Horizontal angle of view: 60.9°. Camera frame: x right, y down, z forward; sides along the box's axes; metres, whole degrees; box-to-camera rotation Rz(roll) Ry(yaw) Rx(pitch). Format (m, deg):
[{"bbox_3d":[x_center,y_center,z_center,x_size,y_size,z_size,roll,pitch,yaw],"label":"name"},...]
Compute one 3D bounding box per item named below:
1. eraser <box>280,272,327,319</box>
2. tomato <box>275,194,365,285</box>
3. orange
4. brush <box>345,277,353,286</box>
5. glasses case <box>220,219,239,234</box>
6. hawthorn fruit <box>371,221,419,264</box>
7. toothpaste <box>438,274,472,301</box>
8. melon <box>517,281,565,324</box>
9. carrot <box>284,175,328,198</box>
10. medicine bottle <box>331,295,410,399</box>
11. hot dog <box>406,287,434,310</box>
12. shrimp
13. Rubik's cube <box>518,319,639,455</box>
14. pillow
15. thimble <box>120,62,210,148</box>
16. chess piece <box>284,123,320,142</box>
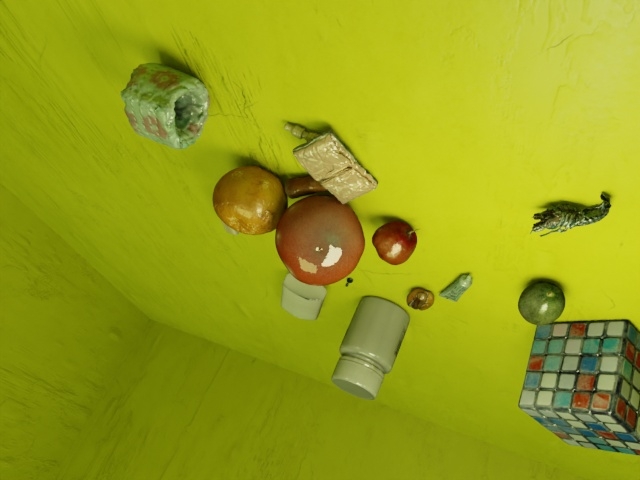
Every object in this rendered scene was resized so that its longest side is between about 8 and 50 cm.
[{"bbox_3d":[-0.074,0.237,2.240,0.174,0.094,0.270,24,153,5],"label":"eraser"},{"bbox_3d":[0.000,0.000,1.524,0.256,0.255,0.224,30,-171,-8],"label":"tomato"},{"bbox_3d":[-0.203,-0.116,1.590,0.219,0.193,0.219,33,167,8],"label":"orange"},{"bbox_3d":[0.104,0.157,2.026,0.024,0.008,0.083,23,154,-1],"label":"brush"},{"bbox_3d":[-0.304,-0.093,1.845,0.050,0.083,0.196,19,155,16],"label":"glasses case"},{"bbox_3d":[0.210,-0.002,1.524,0.125,0.125,0.140,21,121,10],"label":"hawthorn fruit"},{"bbox_3d":[0.427,0.151,1.697,0.064,0.041,0.218,18,157,3],"label":"toothpaste"},{"bbox_3d":[0.605,0.171,1.486,0.114,0.114,0.167,20,155,11],"label":"melon"},{"bbox_3d":[-0.004,-0.155,1.503,0.210,0.061,0.061,-4,141,38],"label":"carrot"},{"bbox_3d":[0.184,0.400,2.029,0.208,0.339,0.208,21,154,11],"label":"medicine bottle"},{"bbox_3d":[0.340,0.202,1.842,0.090,0.060,0.140,23,151,-4],"label":"hot dog"},{"bbox_3d":[0.544,-0.044,1.181,0.174,0.082,0.076,-16,128,44],"label":"shrimp"},{"bbox_3d":[0.799,0.423,1.581,0.293,0.291,0.287,40,150,-23],"label":"Rubik's cube"},{"bbox_3d":[0.040,-0.177,1.377,0.126,0.043,0.232,-20,138,31],"label":"pillow"},{"bbox_3d":[-0.380,-0.332,1.339,0.149,0.185,0.211,22,-174,11],"label":"thimble"},{"bbox_3d":[-0.048,-0.266,1.353,0.092,0.035,0.035,26,154,8],"label":"chess piece"}]
